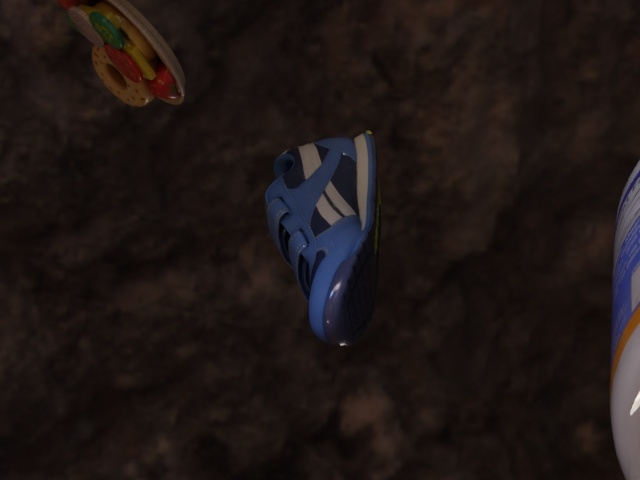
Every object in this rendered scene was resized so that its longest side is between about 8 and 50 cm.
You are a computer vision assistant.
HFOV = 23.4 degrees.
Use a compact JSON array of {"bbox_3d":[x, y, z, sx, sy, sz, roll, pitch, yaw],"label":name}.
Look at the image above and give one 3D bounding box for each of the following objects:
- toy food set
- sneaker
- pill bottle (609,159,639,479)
[{"bbox_3d":[-0.101,-0.098,0.774,0.020,0.083,0.082,-45,-57,-15],"label":"toy food set"},{"bbox_3d":[0.000,0.000,0.782,0.144,0.059,0.053,-85,-7,-51],"label":"sneaker"},{"bbox_3d":[0.213,0.021,0.724,0.272,0.152,0.152,-65,-26,-64],"label":"pill bottle"}]
